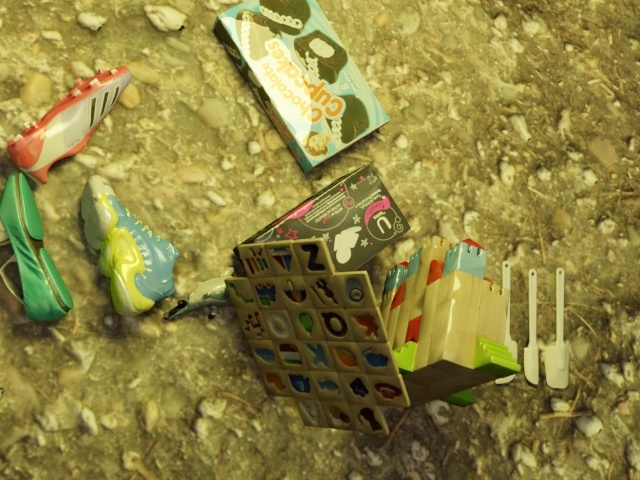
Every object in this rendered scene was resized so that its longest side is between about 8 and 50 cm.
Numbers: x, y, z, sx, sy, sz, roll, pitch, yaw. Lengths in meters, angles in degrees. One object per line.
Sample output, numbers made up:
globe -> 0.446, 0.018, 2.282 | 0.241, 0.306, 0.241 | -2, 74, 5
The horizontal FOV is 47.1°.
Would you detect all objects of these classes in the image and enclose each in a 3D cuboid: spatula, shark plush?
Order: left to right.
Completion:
shark plush -> -0.185, 0.107, 1.251 | 0.161, 0.073, 0.067 | -25, 119, -25
spatula -> 0.423, 0.167, 1.457 | 0.168, 0.019, 0.242 | 6, 78, -11

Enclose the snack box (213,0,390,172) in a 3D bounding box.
snack box -> -0.034, -0.309, 1.362 | 0.187, 0.060, 0.322 | -33, 92, -20

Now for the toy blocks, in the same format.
toy blocks -> 0.194, 0.119, 1.223 | 0.190, 0.381, 0.261 | 20, 64, -13

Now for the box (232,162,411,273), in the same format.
box -> 0.000, 0.000, 1.268 | 0.247, 0.163, 0.142 | -34, 96, -20

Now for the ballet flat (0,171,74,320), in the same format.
ballet flat -> -0.473, 0.015, 1.159 | 0.087, 0.083, 0.247 | -21, 86, -6

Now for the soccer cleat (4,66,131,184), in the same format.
soccer cleat -> -0.406, -0.199, 1.224 | 0.248, 0.083, 0.095 | -46, 126, -24

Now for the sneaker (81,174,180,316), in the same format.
sneaker -> -0.311, 0.003, 1.220 | 0.126, 0.091, 0.240 | -13, 84, -38

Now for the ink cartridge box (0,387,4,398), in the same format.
ink cartridge box -> -0.678, 0.319, 1.046 | 0.324, 0.071, 0.330 | 23, 78, -13

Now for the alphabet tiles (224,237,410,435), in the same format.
alphabet tiles -> -0.011, 0.157, 1.160 | 0.011, 0.285, 0.342 | -38, 115, -48
